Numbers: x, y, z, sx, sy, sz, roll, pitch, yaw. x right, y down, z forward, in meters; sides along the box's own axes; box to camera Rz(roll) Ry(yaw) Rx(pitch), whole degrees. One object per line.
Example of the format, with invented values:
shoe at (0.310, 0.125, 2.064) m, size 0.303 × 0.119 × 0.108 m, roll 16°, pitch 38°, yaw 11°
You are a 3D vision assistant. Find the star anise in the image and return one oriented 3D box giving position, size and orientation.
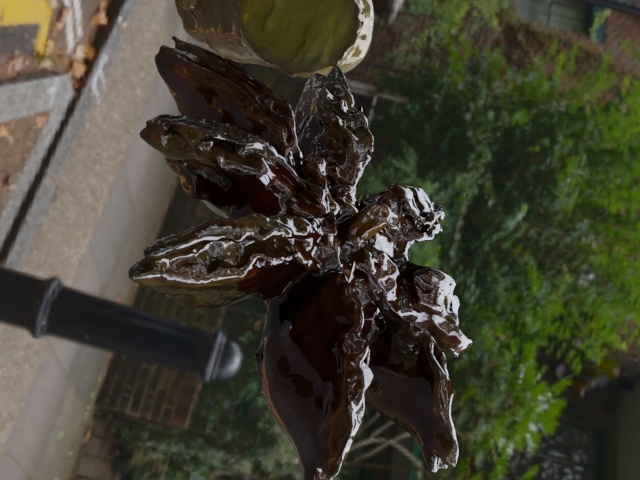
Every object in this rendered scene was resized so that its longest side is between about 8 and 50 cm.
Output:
star anise at (-0.001, 0.000, 0.459) m, size 0.088 × 0.288 × 0.288 m, roll -36°, pitch -156°, yaw 33°

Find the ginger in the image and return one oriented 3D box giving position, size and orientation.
ginger at (-0.040, -0.239, 0.903) m, size 0.354 × 0.190 × 0.126 m, roll -138°, pitch -121°, yaw -62°
